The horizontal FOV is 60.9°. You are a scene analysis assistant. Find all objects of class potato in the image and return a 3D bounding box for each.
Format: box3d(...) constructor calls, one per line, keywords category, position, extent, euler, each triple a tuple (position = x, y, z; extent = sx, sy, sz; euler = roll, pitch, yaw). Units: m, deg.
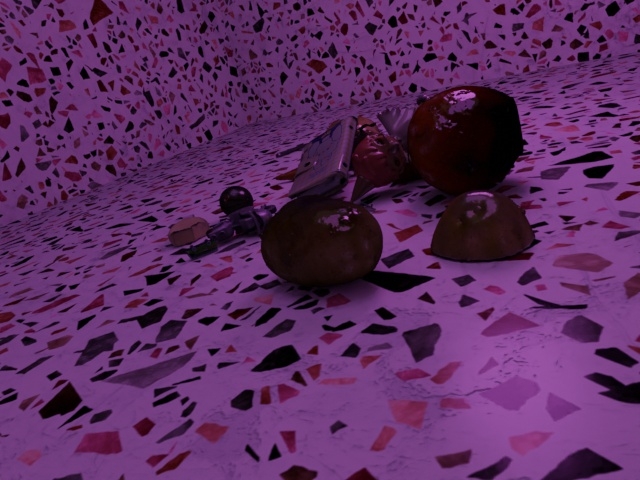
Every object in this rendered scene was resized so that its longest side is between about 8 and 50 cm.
box3d(category="potato", position=(0.000, 0.000, 1.118), extent=(0.210, 0.173, 0.307), euler=(-25, 19, -32))
box3d(category="potato", position=(0.317, -0.042, 1.094), extent=(0.202, 0.117, 0.182), euler=(6, 31, 44))

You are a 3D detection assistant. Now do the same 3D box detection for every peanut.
box3d(category="peanut", position=(0.125, -0.390, 2.079), extent=(0.158, 0.174, 0.340), euler=(-48, 28, -20))

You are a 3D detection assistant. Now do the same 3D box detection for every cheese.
box3d(category="cheese", position=(-0.418, -0.049, 1.740), extent=(0.127, 0.050, 0.255), euler=(-18, 20, -7))

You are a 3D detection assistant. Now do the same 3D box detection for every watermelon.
box3d(category="watermelon", position=(-0.261, -0.125, 1.750), extent=(0.133, 0.105, 0.105), euler=(-1, 24, 38))

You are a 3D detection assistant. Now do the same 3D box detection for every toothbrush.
box3d(category="toothbrush", position=(-0.095, -0.464, 2.682), extent=(0.297, 0.031, 0.030), euler=(-27, -4, -26))

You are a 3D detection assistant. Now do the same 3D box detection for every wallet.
box3d(category="wallet", position=(0.014, -0.254, 1.742), extent=(0.223, 0.077, 0.310), euler=(-28, 33, 32))

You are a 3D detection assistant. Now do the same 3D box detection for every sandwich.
box3d(category="sandwich", position=(0.324, -0.248, 1.723), extent=(0.214, 0.065, 0.186), euler=(-10, 20, 16))

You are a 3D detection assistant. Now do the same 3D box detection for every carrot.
box3d(category="carrot", position=(-0.015, -0.269, 2.041), extent=(0.335, 0.069, 0.069), euler=(-14, 19, 12))

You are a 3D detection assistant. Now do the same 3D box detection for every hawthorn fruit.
box3d(category="hawthorn fruit", position=(0.376, -0.261, 1.406), extent=(0.315, 0.316, 0.316), euler=(-13, 19, 5))

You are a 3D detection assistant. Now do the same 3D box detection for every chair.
box3d(category="chair", position=(0.128, -0.307, 1.881), extent=(0.149, 0.174, 0.213), euler=(-51, 27, -9))

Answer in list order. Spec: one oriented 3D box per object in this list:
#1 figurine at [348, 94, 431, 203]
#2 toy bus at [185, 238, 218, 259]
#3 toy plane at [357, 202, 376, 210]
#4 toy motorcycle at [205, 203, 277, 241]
box3d(category="figurine", position=(0.196, -0.258, 1.579), extent=(0.387, 0.207, 0.166), euler=(-43, 6, -7))
box3d(category="toy bus", position=(-0.326, 0.024, 1.493), extent=(0.083, 0.037, 0.031), euler=(-23, 22, -20))
box3d(category="toy plane", position=(0.117, -0.092, 1.506), extent=(0.084, 0.024, 0.077), euler=(0, 6, 36))
box3d(category="toy motorcycle", position=(-0.221, -0.044, 1.551), extent=(0.215, 0.080, 0.122), euler=(-22, 18, -6))
